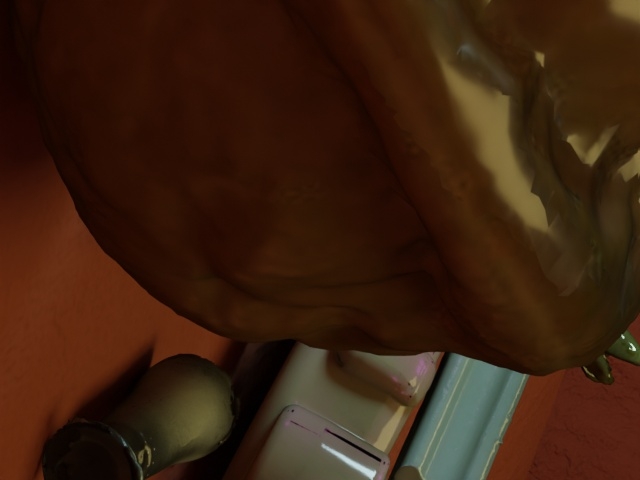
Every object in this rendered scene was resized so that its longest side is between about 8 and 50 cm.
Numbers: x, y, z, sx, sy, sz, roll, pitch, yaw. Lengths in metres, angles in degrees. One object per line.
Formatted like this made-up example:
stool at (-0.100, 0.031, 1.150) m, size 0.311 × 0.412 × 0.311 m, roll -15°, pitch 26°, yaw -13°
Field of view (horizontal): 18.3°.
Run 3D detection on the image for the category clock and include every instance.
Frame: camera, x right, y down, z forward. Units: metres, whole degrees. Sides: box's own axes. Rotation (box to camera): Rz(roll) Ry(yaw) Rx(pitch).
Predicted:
clock at (0.015, 0.135, 1.543) m, size 0.309 × 0.114 × 0.284 m, roll -61°, pitch 175°, yaw -27°

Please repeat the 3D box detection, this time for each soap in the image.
soap at (0.116, 0.122, 1.527) m, size 0.119 × 0.066 × 0.198 m, roll 105°, pitch 10°, yaw -68°

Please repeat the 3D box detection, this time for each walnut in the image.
walnut at (0.045, -0.115, 0.871) m, size 0.383 × 0.383 × 0.383 m, roll -60°, pitch 165°, yaw -28°

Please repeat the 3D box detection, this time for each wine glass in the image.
wine glass at (-0.109, 0.122, 1.217) m, size 0.155 × 0.072 × 0.072 m, roll -31°, pitch 142°, yaw -67°

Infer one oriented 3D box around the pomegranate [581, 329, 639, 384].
pomegranate at (0.205, 0.030, 1.911) m, size 0.211 × 0.263 × 0.211 m, roll -43°, pitch -167°, yaw 13°
